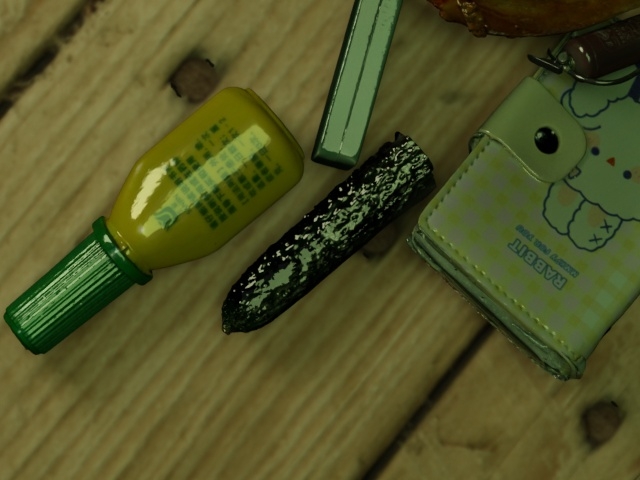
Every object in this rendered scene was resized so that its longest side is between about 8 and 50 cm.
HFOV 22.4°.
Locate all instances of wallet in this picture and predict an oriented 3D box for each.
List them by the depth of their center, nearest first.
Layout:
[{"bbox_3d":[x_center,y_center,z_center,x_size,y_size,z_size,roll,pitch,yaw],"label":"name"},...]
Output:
[{"bbox_3d":[0.247,-0.050,1.512,0.223,0.077,0.309,40,72,1],"label":"wallet"}]

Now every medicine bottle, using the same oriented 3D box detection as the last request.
[{"bbox_3d":[-0.154,-0.012,1.463,0.309,0.076,0.111,-40,93,-7],"label":"medicine bottle"}]

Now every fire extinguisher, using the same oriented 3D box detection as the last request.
[{"bbox_3d":[0.278,-0.176,1.493,0.157,0.078,0.045,-20,132,-18],"label":"fire extinguisher"}]

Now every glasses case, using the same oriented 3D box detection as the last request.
[{"bbox_3d":[0.036,-0.158,1.492,0.039,0.078,0.184,16,87,-5],"label":"glasses case"}]

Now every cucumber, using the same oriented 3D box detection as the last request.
[{"bbox_3d":[0.001,0.000,1.493,0.245,0.067,0.067,-40,95,-2],"label":"cucumber"}]

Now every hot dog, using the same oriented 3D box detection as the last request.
[{"bbox_3d":[0.170,-0.274,1.473,0.257,0.153,0.150,19,57,-21],"label":"hot dog"}]

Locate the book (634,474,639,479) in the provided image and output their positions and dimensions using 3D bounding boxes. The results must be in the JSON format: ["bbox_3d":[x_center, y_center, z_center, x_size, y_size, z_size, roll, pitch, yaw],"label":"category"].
[{"bbox_3d":[0.395,0.326,1.566,0.264,0.027,0.202,45,84,-6],"label":"book"}]
